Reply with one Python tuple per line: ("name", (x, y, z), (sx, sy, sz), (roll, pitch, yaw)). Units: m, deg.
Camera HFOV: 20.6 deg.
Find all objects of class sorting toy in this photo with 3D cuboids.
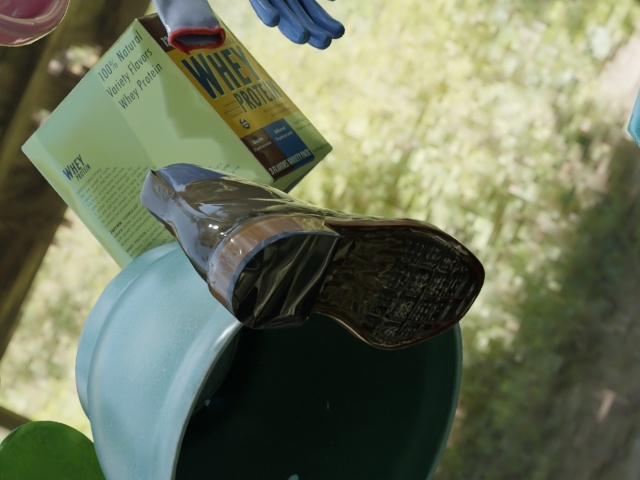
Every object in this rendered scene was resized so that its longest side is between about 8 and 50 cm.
("sorting toy", (-0.257, 0.264, 1.627), (0.126, 0.365, 0.127), (-35, 6, 43))

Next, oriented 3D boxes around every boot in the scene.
("boot", (0.000, 0.000, 0.990), (0.219, 0.106, 0.082), (11, -68, -50))

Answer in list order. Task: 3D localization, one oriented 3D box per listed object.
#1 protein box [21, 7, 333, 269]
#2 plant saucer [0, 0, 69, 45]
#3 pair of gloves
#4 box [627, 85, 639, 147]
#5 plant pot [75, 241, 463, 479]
("protein box", (-0.140, -0.090, 1.722), (0.200, 0.201, 0.136), (-43, -5, 29))
("plant saucer", (-0.376, -0.321, 1.676), (0.084, 0.332, 0.332), (-30, 16, 21))
("pair of gloves", (-0.073, -0.181, 1.158), (0.198, 0.159, 0.023), (-7, -36, -46))
("box", (0.378, -0.114, 1.416), (0.060, 0.244, 0.100), (-113, 29, -52))
("plant pot", (-0.062, 0.110, 1.337), (0.293, 0.196, 0.293), (-23, -55, -38))
